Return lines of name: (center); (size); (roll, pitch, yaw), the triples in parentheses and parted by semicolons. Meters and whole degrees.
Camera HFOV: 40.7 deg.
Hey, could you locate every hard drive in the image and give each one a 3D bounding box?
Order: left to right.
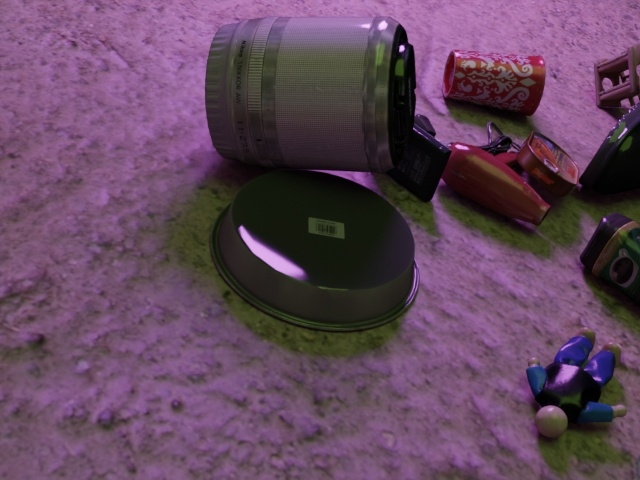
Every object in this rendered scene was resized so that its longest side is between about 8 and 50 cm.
hard drive: (0.135, -0.136, 1.348); (0.022, 0.094, 0.135); (-21, 51, -42)

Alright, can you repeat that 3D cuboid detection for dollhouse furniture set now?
dollhouse furniture set: (0.667, -0.334, 1.709); (0.161, 0.182, 0.101); (-1, 85, -22)

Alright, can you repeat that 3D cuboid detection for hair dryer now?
hair dryer: (0.287, -0.129, 1.410); (0.223, 0.080, 0.293); (1, 40, -21)

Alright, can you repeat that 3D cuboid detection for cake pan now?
cake pan: (0.000, 0.000, 1.163); (0.293, 0.054, 0.293); (10, 38, -8)

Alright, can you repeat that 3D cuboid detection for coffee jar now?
coffee jar: (0.470, 0.044, 1.248); (0.079, 0.096, 0.184); (-18, 50, -40)

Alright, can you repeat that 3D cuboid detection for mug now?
mug: (0.320, -0.296, 1.636); (0.169, 0.150, 0.113); (6, 75, -6)

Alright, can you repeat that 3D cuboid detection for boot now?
boot: (0.705, -0.070, 1.463); (0.445, 0.146, 0.367); (41, 49, 18)

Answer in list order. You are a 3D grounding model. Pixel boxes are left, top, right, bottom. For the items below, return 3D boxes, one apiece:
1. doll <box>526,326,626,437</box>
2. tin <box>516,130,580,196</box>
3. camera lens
doll: (0.316, 0.180, 1.062); (0.129, 0.046, 0.189); (32, 40, 21)
tin: (0.381, -0.128, 1.436); (0.106, 0.040, 0.189); (37, 25, 5)
camera lens: (-0.005, -0.212, 1.248); (0.274, 0.219, 0.219); (3, 36, 12)
